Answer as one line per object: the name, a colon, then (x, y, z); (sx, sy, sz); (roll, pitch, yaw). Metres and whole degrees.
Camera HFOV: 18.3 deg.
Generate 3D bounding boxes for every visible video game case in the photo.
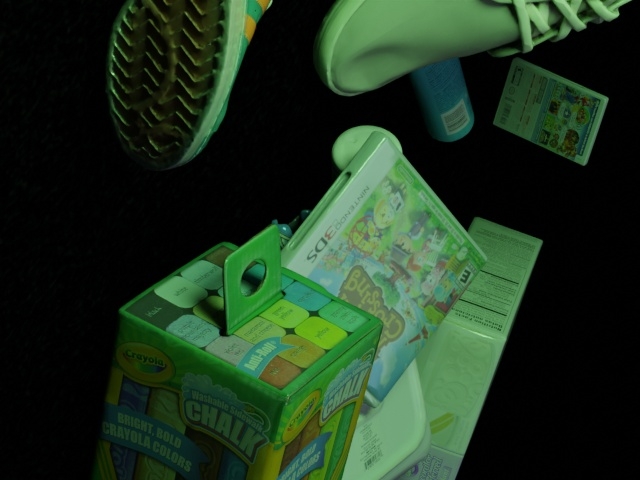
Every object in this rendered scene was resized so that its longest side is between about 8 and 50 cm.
video game case: (0.053, 0.031, 1.908); (0.193, 0.023, 0.212); (-52, 132, -11)
video game case: (0.264, -0.149, 2.285); (0.011, 0.122, 0.087); (-30, 142, -54)

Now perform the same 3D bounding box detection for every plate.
plate: (0.023, 0.144, 1.978); (0.277, 0.045, 0.278); (-31, 113, -50)

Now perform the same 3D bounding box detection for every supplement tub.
supplement tub: (0.045, -0.055, 1.953); (0.071, 0.071, 0.107); (-50, 156, -32)

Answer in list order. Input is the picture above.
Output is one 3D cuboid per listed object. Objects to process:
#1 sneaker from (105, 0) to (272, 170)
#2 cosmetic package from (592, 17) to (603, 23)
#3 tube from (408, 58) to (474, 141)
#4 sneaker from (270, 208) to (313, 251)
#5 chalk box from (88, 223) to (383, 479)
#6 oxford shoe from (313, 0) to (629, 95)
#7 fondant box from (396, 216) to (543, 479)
sneaker: (-0.069, -0.196, 1.465); (0.121, 0.108, 0.302); (-18, 130, -56)
cosmetic package: (0.239, -0.366, 1.932); (0.129, 0.153, 0.296); (-54, 159, -20)
tube: (0.115, -0.177, 2.014); (0.080, 0.052, 0.207); (-60, 154, -22)
sneaker: (0.000, 0.000, 1.908); (0.135, 0.052, 0.058); (-5, 107, -45)
chalk box: (-0.071, 0.129, 1.743); (0.180, 0.179, 0.289); (-35, 146, -52)
oxford shoe: (0.203, -0.242, 1.779); (0.449, 0.130, 0.169); (-26, 152, 0)
fondant box: (0.160, 0.140, 2.306); (0.330, 0.096, 0.238); (-53, 162, -66)
